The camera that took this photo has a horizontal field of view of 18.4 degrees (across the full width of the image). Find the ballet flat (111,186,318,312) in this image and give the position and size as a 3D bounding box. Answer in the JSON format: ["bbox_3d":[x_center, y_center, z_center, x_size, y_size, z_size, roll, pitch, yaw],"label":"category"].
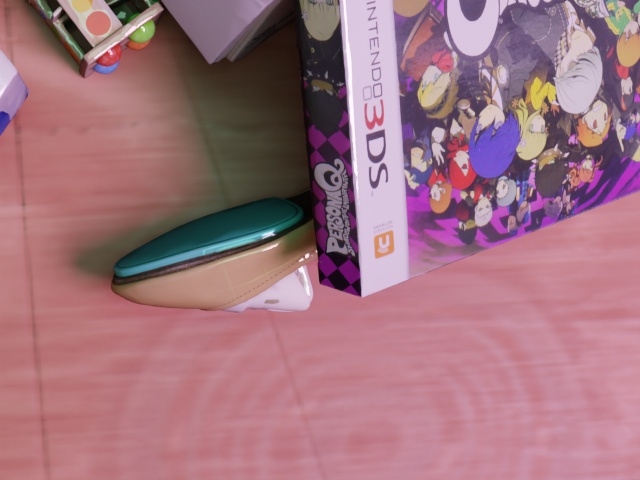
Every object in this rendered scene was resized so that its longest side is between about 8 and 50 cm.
[{"bbox_3d":[0.000,0.000,1.094,0.232,0.080,0.073,-25,106,-9],"label":"ballet flat"}]

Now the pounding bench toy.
[{"bbox_3d":[-0.112,-0.138,1.097,0.083,0.052,0.065,-38,92,-10],"label":"pounding bench toy"}]

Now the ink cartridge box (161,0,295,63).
[{"bbox_3d":[-0.051,-0.264,1.065,0.197,0.114,0.273,-38,93,-26],"label":"ink cartridge box"}]

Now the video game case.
[{"bbox_3d":[0.088,-0.102,1.047,0.232,0.042,0.210,-19,114,-37],"label":"video game case"}]

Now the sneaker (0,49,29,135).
[{"bbox_3d":[-0.320,-0.107,1.035,0.315,0.127,0.182,35,85,2],"label":"sneaker"}]
